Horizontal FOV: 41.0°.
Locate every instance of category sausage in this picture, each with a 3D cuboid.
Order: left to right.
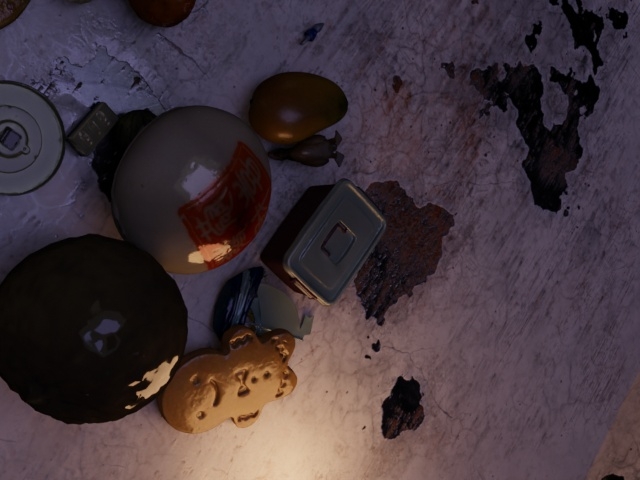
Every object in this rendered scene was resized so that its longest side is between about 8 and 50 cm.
[{"bbox_3d":[-0.333,-0.599,1.852,0.153,0.141,0.268,10,88,-41],"label":"sausage"}]

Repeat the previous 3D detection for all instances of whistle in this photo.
[{"bbox_3d":[-0.020,-0.515,2.134,0.029,0.033,0.083,47,70,-18],"label":"whistle"}]

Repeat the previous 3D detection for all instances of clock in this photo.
[{"bbox_3d":[-0.637,-0.208,1.749,0.235,0.029,0.235,-3,95,-34],"label":"clock"}]

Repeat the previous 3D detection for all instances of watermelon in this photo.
[{"bbox_3d":[-0.396,-0.219,1.868,0.105,0.105,0.133,0,109,-34],"label":"watermelon"}]

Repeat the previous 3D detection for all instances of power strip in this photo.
[{"bbox_3d":[-0.486,-0.240,1.831,0.056,0.032,0.123,54,55,-35],"label":"power strip"}]

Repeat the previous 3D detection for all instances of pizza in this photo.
[{"bbox_3d":[-0.669,-0.478,1.702,0.178,0.041,0.131,-46,119,-22],"label":"pizza"}]

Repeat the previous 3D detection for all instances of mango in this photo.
[{"bbox_3d":[-0.060,-0.325,2.050,0.254,0.139,0.175,-28,77,-35],"label":"mango"}]

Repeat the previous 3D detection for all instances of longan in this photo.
[{"bbox_3d":[-0.452,0.179,1.692,0.391,0.391,0.391,-3,95,-33],"label":"longan"}]

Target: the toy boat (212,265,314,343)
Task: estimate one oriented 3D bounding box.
[{"bbox_3d":[-0.122,0.188,2.102,0.291,0.067,0.220,21,83,-35],"label":"toy boat"}]

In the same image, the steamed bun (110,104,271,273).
[{"bbox_3d":[-0.250,-0.097,1.833,0.374,0.241,0.374,-28,129,-41],"label":"steamed bun"}]

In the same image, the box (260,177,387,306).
[{"bbox_3d":[0.000,0.000,2.106,0.193,0.167,0.294,46,69,-29],"label":"box"}]

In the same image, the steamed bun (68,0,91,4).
[{"bbox_3d":[-0.500,-0.551,1.778,0.130,0.091,0.112,-42,109,-42],"label":"steamed bun"}]

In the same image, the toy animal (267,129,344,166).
[{"bbox_3d":[-0.027,-0.220,2.115,0.188,0.179,0.089,-24,110,-69],"label":"toy animal"}]

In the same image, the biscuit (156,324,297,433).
[{"bbox_3d":[-0.211,0.333,2.020,0.355,0.052,0.275,-13,116,-30],"label":"biscuit"}]
